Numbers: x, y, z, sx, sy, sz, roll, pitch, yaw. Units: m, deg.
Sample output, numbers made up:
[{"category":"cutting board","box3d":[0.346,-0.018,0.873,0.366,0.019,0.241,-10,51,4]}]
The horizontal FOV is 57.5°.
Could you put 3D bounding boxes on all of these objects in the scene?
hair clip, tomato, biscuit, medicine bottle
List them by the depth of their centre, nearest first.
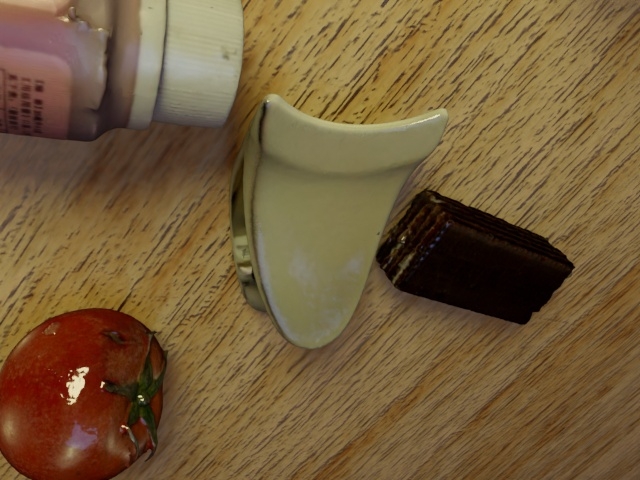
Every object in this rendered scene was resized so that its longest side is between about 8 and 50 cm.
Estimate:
[{"category":"medicine bottle","box3d":[-0.180,-0.136,0.373,0.247,0.147,0.147,3,124,-25]},{"category":"hair clip","box3d":[-0.005,-0.015,0.573,0.172,0.113,0.282,-2,121,-22]},{"category":"tomato","box3d":[-0.236,0.156,0.576,0.167,0.167,0.167,-12,129,-15]},{"category":"biscuit","box3d":[0.194,0.027,0.705,0.252,0.070,0.106,16,118,-32]}]
